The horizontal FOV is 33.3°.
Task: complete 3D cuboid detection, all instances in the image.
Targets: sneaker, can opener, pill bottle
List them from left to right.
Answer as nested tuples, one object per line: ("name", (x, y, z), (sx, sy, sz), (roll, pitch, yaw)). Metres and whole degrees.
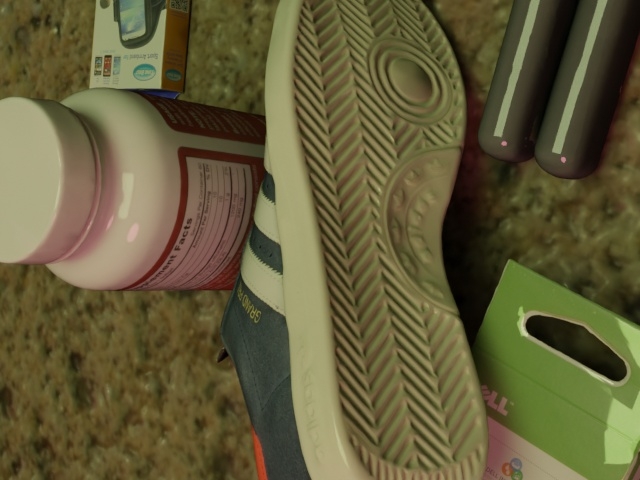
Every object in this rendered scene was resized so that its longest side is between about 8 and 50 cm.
("pill bottle", (-0.103, -0.029, 0.661), (0.121, 0.216, 0.121), (-2, 86, 38))
("sneaker", (0.000, 0.000, 0.617), (0.148, 0.131, 0.350), (-38, 43, 51))
("can opener", (0.142, -0.173, 0.564), (0.074, 0.093, 0.280), (22, 106, 35))

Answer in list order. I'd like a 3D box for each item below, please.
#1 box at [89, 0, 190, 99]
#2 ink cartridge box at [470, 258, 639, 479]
("box", (-0.137, -0.165, 0.813), (0.081, 0.028, 0.136), (6, 90, 37))
("ink cartridge box", (0.116, 0.126, 0.582), (0.109, 0.062, 0.209), (31, 107, 35))
